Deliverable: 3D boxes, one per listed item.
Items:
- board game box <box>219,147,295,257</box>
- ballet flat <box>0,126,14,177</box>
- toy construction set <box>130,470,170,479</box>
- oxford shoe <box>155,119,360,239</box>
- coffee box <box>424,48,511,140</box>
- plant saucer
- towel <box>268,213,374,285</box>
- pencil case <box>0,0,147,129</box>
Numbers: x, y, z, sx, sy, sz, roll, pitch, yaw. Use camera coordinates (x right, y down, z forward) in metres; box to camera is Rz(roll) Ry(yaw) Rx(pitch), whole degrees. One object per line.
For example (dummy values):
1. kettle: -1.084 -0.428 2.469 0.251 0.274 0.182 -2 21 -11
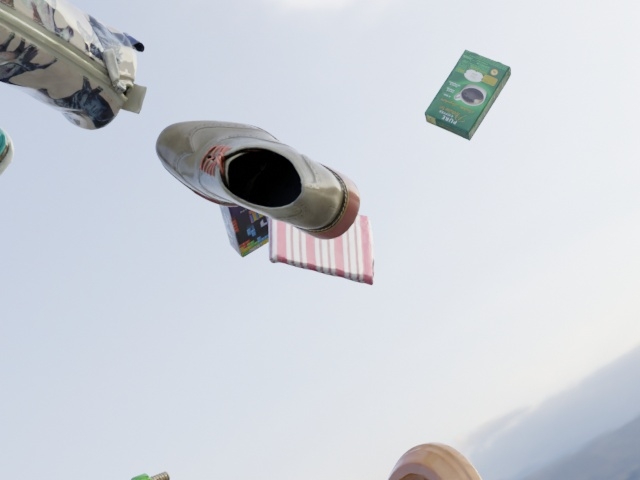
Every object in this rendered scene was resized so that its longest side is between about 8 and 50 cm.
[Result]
1. board game box: -0.095 -0.067 1.960 0.170 0.048 0.141 -33 -37 -17
2. ballet flat: -0.603 -0.020 1.597 0.400 0.139 0.139 -50 -9 -32
3. toy construction set: -0.317 0.513 1.657 0.237 0.257 0.309 -13 -54 -37
4. oxford shoe: -0.110 -0.106 1.464 0.130 0.348 0.123 24 -95 -55
5. coffee box: 0.312 -0.310 2.310 0.184 0.113 0.040 -58 -22 -16
6. plant saucer: 0.130 0.341 1.292 0.037 0.200 0.200 1 -35 -33
7. towel: 0.000 0.000 1.877 0.197 0.144 0.029 13 -40 -18
8. pencil case: -0.412 -0.283 1.438 0.183 0.160 0.410 9 -10 33
